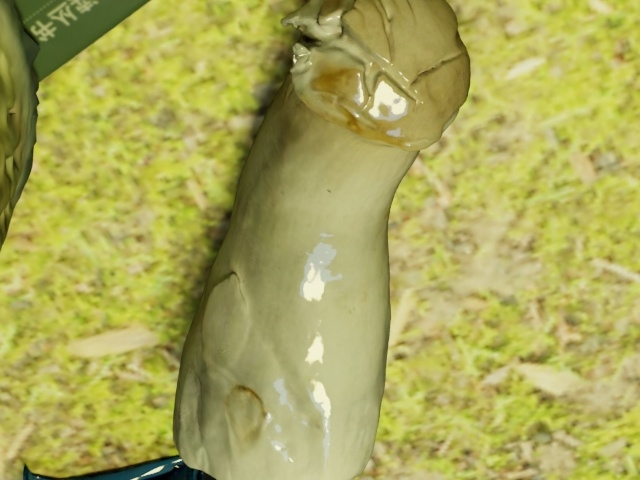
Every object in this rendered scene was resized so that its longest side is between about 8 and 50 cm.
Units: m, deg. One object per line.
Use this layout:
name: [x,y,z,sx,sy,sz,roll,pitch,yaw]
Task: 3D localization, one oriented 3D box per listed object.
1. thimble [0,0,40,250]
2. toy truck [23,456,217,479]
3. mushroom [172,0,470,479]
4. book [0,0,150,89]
thimble: [-0.240,-0.012,0.691,0.271,0.150,0.271,1,132,1]
toy truck: [-0.046,0.182,0.892,0.126,0.113,0.208,-34,118,17]
mushroom: [0.000,-0.003,0.775,0.081,0.092,0.223,9,119,-14]
book: [-0.120,-0.188,0.656,0.202,0.027,0.264,-34,123,21]
